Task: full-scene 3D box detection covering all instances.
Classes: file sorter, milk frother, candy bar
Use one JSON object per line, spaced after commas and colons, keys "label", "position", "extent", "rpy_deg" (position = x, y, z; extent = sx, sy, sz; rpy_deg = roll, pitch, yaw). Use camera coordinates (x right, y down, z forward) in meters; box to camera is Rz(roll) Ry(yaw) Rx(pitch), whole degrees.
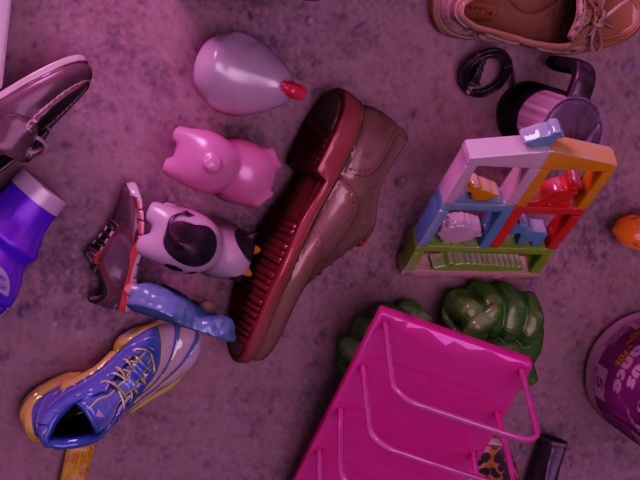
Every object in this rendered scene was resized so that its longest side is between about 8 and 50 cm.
{"label": "file sorter", "position": [0.109, 0.269, 1.871], "extent": [0.202, 0.182, 0.290], "rpy_deg": [20, 117, -12]}
{"label": "milk frother", "position": [0.253, -0.165, 1.915], "extent": [0.143, 0.135, 0.129], "rpy_deg": [-1, 103, -18]}
{"label": "candy bar", "position": [-0.305, 0.304, 1.913], "extent": [0.040, 0.018, 0.161], "rpy_deg": [11, 101, -17]}

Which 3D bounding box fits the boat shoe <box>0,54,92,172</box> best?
{"label": "boat shoe", "position": [-0.379, -0.080, 1.729], "extent": [0.335, 0.112, 0.095], "rpy_deg": [-32, 87, -1]}

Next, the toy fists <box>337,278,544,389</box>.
{"label": "toy fists", "position": [0.155, 0.135, 1.982], "extent": [0.279, 0.096, 0.142], "rpy_deg": [-12, 107, -14]}

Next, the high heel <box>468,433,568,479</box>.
{"label": "high heel", "position": [0.196, 0.335, 2.049], "extent": [0.261, 0.093, 0.186], "rpy_deg": [10, 99, -26]}

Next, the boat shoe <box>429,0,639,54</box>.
{"label": "boat shoe", "position": [0.277, -0.273, 1.919], "extent": [0.285, 0.089, 0.104], "rpy_deg": [-4, 104, -18]}

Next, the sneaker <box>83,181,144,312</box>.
{"label": "sneaker", "position": [-0.242, 0.008, 1.837], "extent": [0.065, 0.061, 0.157], "rpy_deg": [5, 102, -13]}

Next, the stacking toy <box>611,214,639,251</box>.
{"label": "stacking toy", "position": [0.527, 0.007, 2.055], "extent": [0.302, 0.175, 0.165], "rpy_deg": [5, 120, -6]}

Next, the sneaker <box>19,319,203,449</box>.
{"label": "sneaker", "position": [-0.234, 0.180, 1.846], "extent": [0.240, 0.126, 0.091], "rpy_deg": [-31, 112, -8]}

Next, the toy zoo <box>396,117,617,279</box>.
{"label": "toy zoo", "position": [0.228, -0.045, 1.893], "extent": [0.192, 0.030, 0.293], "rpy_deg": [2, 145, -20]}

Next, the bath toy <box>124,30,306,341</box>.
{"label": "bath toy", "position": [-0.109, -0.064, 1.821], "extent": [0.129, 0.151, 0.348], "rpy_deg": [17, 94, 15]}

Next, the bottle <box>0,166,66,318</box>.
{"label": "bottle", "position": [-0.400, 0.045, 1.771], "extent": [0.283, 0.092, 0.118], "rpy_deg": [-49, 126, -2]}

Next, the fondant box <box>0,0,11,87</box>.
{"label": "fondant box", "position": [-0.490, -0.298, 1.654], "extent": [0.330, 0.096, 0.238], "rpy_deg": [5, 102, -21]}

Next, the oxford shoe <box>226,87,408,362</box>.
{"label": "oxford shoe", "position": [0.000, 0.000, 1.883], "extent": [0.130, 0.123, 0.348], "rpy_deg": [23, 97, -28]}

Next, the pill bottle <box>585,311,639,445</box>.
{"label": "pill bottle", "position": [0.472, 0.207, 1.994], "extent": [0.169, 0.301, 0.169], "rpy_deg": [-5, 105, -18]}
